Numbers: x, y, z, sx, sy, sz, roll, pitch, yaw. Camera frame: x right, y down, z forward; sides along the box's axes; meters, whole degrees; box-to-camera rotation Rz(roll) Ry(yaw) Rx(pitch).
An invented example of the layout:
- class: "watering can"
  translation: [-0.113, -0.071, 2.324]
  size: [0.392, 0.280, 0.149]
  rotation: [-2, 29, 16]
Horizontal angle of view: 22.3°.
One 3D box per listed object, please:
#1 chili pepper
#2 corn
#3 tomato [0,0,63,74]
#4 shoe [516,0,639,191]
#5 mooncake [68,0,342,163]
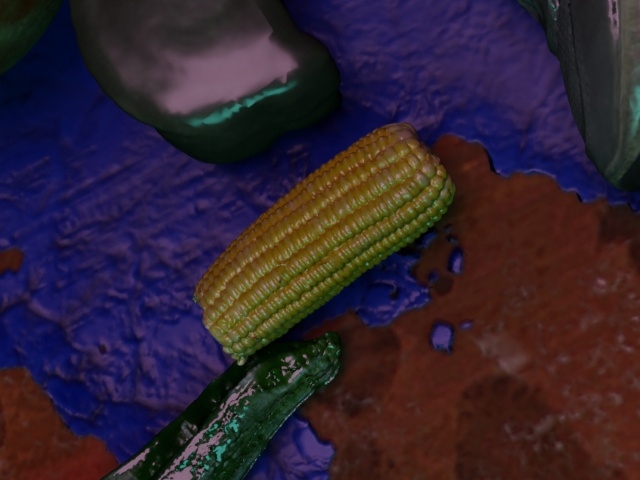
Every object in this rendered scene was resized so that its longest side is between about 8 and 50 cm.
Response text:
- class: "chili pepper"
  translation: [-0.070, 0.134, 0.940]
  size: [0.227, 0.059, 0.088]
  rotation: [-43, 77, 2]
- class: "corn"
  translation: [0.000, 0.000, 0.926]
  size: [0.165, 0.063, 0.085]
  rotation: [-40, 42, 7]
- class: "tomato"
  translation: [-0.285, -0.187, 0.934]
  size: [0.270, 0.222, 0.270]
  rotation: [11, 118, 21]
- class: "shoe"
  translation: [0.113, -0.187, 0.902]
  size: [0.171, 0.132, 0.337]
  rotation: [-8, 77, 20]
- class: "mooncake"
  translation: [-0.057, -0.134, 0.952]
  size: [0.168, 0.104, 0.175]
  rotation: [12, 82, 21]
